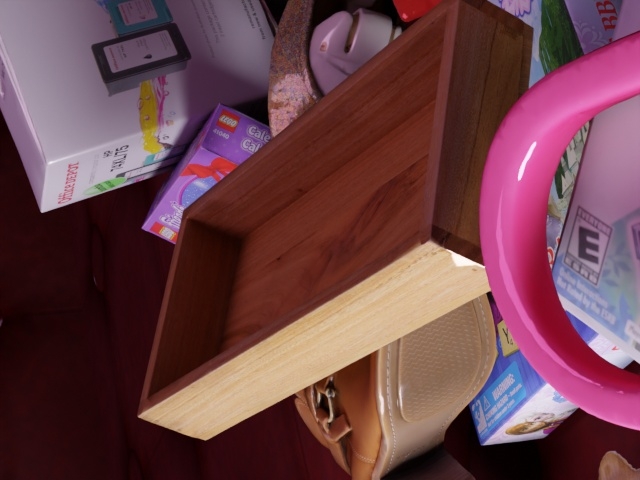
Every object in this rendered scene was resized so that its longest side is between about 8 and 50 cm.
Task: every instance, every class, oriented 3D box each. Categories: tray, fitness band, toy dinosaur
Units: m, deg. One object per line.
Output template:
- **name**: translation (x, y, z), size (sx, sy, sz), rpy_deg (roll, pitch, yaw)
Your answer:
- **tray**: translation (0.000, 0.000, 1.060), size (0.411, 0.076, 0.202), rpy_deg (-33, 40, 50)
- **fitness band**: translation (0.192, -0.007, 0.719), size (0.291, 0.054, 0.209), rpy_deg (-19, 87, 54)
- **toy dinosaur**: translation (0.219, 0.189, 0.975), size (0.183, 0.053, 0.092), rpy_deg (123, 140, -59)

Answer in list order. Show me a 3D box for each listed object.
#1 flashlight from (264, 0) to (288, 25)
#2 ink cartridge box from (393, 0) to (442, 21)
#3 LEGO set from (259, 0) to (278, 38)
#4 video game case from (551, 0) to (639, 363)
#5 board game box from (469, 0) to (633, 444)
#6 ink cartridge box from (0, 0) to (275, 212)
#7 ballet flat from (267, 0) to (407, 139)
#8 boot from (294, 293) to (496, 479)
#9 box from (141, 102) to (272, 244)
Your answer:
- **flashlight**: translation (-0.021, -0.298, 1.477), size (0.103, 0.103, 0.304), rpy_deg (61, 161, -9)
- **ink cartridge box**: translation (0.087, -0.310, 0.867), size (0.385, 0.091, 0.308), rpy_deg (-15, 105, 52)
- **LEGO set**: translation (-0.020, -0.154, 1.522), size (0.244, 0.060, 0.182), rpy_deg (62, 162, 16)
- **video game case**: translation (0.265, -0.014, 0.692), size (0.329, 0.036, 0.300), rpy_deg (40, 133, 40)
- **board game box**: translation (0.162, -0.048, 1.061), size (0.318, 0.066, 0.318), rpy_deg (119, 142, -57)
- **ink cartridge box**: translation (-0.204, -0.181, 1.496), size (0.198, 0.270, 0.197), rpy_deg (134, 116, -72)
- **ballet flat**: translation (0.034, -0.206, 1.228), size (0.123, 0.123, 0.348), rpy_deg (140, 144, -66)
- **boot**: translation (0.049, 0.101, 1.156), size (0.220, 0.109, 0.283), rpy_deg (36, 142, 56)
- **box**: translation (-0.065, -0.032, 1.501), size (0.057, 0.201, 0.293), rpy_deg (-69, 12, -22)
